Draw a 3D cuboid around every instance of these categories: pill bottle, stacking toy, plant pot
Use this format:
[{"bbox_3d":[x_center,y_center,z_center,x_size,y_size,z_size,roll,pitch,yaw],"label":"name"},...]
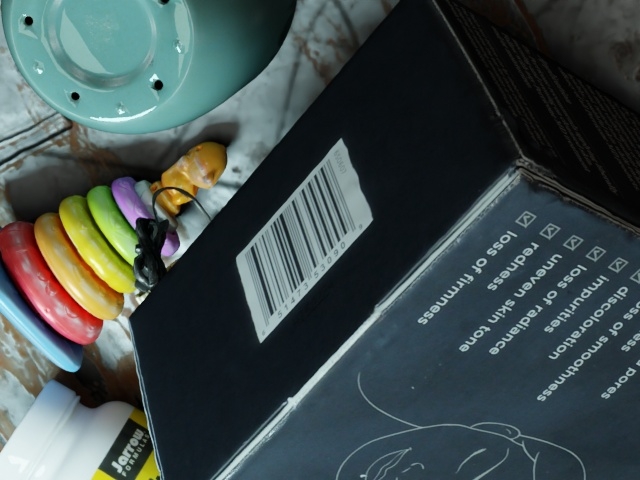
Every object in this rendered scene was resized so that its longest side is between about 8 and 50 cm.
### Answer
[{"bbox_3d":[-0.215,0.310,1.810,0.334,0.188,0.188,32,114,-4],"label":"pill bottle"},{"bbox_3d":[-0.223,-0.011,1.714,0.302,0.175,0.166,-37,122,6],"label":"stacking toy"},{"bbox_3d":[-0.188,-0.238,1.550,0.293,0.235,0.293,4,114,9],"label":"plant pot"}]

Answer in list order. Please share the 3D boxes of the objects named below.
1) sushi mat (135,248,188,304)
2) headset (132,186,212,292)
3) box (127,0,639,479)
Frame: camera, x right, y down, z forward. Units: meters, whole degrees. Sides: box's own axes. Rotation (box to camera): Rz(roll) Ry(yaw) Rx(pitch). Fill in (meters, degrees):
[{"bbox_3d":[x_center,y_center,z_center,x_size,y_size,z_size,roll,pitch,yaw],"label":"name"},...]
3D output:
[{"bbox_3d":[-0.067,0.140,1.748,0.151,0.019,0.316,-39,109,-15],"label":"sushi mat"},{"bbox_3d":[0.000,0.000,1.633,0.394,0.185,0.243,1,120,-4],"label":"headset"},{"bbox_3d":[0.151,0.090,1.490,0.471,0.297,0.480,26,119,-34],"label":"box"}]
